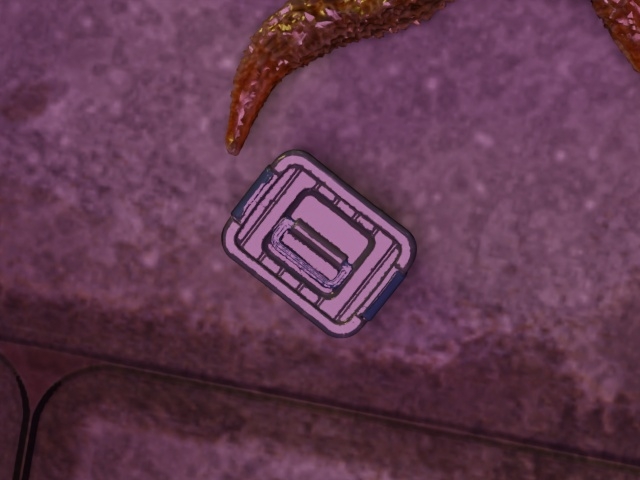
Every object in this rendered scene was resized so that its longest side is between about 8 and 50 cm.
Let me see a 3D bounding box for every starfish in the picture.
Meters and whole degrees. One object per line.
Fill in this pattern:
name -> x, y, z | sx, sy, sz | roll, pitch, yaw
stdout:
starfish -> 0.026, -0.195, 1.003 | 0.294, 0.084, 0.301 | -13, 100, 4

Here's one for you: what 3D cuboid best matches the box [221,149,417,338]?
box -> 0.000, 0.000, 1.042 | 0.099, 0.054, 0.074 | 38, 96, -1
